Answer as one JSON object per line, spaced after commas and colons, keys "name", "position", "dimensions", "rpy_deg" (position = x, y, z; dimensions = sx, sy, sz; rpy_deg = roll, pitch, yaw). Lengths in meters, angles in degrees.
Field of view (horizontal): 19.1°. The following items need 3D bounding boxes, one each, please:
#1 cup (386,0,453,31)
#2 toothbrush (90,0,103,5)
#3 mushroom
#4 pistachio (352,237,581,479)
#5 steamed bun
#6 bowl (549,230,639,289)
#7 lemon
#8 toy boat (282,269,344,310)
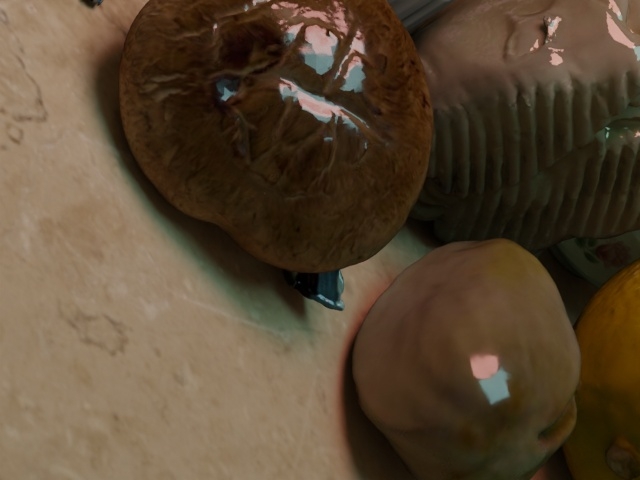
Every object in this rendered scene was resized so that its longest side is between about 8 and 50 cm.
{"name": "cup", "position": [0.007, -0.255, 1.704], "dimensions": [0.167, 0.202, 0.221], "rpy_deg": [34, 39, -42]}
{"name": "toothbrush", "position": [-0.146, -0.277, 1.663], "dimensions": [0.026, 0.028, 0.294], "rpy_deg": [33, 35, -4]}
{"name": "mushroom", "position": [-0.032, -0.109, 1.543], "dimensions": [0.278, 0.146, 0.278], "rpy_deg": [4, 82, -25]}
{"name": "pistachio", "position": [0.125, 0.113, 1.638], "dimensions": [0.288, 0.197, 0.166], "rpy_deg": [-78, 175, -62]}
{"name": "steamed bun", "position": [0.200, -0.141, 1.785], "dimensions": [0.310, 0.324, 0.219], "rpy_deg": [39, 36, -47]}
{"name": "bowl", "position": [0.319, -0.046, 2.050], "dimensions": [0.277, 0.145, 0.277], "rpy_deg": [38, 36, -35]}
{"name": "lemon", "position": [0.385, 0.152, 1.813], "dimensions": [0.348, 0.348, 0.348], "rpy_deg": [36, 39, -36]}
{"name": "toy boat", "position": [0.000, 0.000, 1.622], "dimensions": [0.061, 0.060, 0.137], "rpy_deg": [14, 48, -24]}
